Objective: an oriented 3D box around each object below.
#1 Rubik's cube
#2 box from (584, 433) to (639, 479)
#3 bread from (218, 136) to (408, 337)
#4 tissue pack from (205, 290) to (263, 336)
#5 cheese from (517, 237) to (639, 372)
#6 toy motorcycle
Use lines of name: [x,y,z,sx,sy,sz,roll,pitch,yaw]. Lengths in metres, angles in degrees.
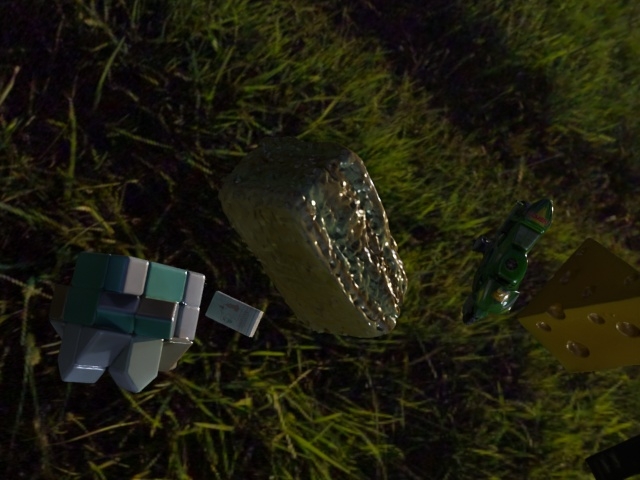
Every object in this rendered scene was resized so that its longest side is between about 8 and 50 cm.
Rubik's cube: [-0.320,0.140,1.058,0.224,0.265,0.213,22,74,-52]
box: [0.595,0.291,0.955,0.350,0.211,0.058,-5,59,-28]
bread: [0.000,0.000,0.603,0.102,0.138,0.196,-45,122,-24]
tissue pack: [-0.170,0.144,1.223,0.056,0.108,0.023,-65,160,-6]
cheese: [0.297,0.071,0.598,0.093,0.171,0.126,44,85,-8]
toy motorcycle: [0.243,0.031,0.832,0.074,0.106,0.190,28,88,-2]
